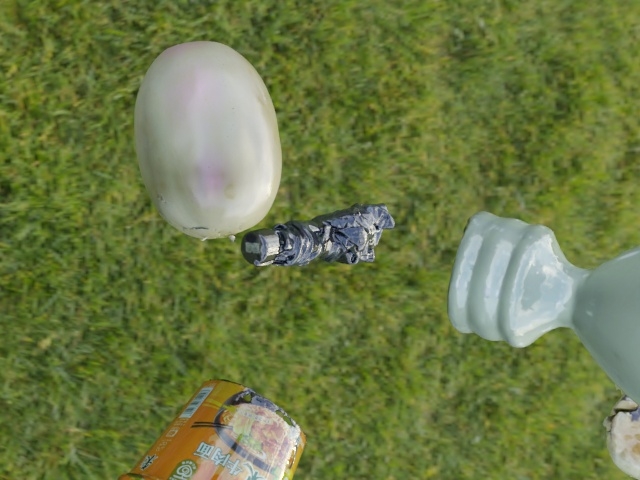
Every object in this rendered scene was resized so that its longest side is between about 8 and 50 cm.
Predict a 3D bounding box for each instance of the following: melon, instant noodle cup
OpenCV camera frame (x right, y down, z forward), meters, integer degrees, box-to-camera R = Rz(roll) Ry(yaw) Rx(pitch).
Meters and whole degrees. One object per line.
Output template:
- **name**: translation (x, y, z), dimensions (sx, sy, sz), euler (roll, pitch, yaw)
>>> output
- **melon**: translation (-0.174, -0.152, 1.805), dimensions (0.223, 0.223, 0.317), euler (-3, 78, -38)
- **instant noodle cup**: translation (-0.136, 0.315, 1.608), dimensions (0.230, 0.230, 0.182), euler (49, 54, -27)

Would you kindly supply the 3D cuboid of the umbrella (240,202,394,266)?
- **umbrella**: translation (0.002, -0.001, 1.288), dimensions (0.224, 0.071, 0.080), euler (-6, 128, -51)

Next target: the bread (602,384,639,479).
- **bread**: translation (0.438, 0.179, 1.175), dimensions (0.316, 0.316, 0.054), euler (-45, 149, -29)

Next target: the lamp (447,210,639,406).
- **lamp**: translation (0.155, 0.038, 0.557), dimensions (0.106, 0.193, 0.106), euler (-35, 131, -53)
